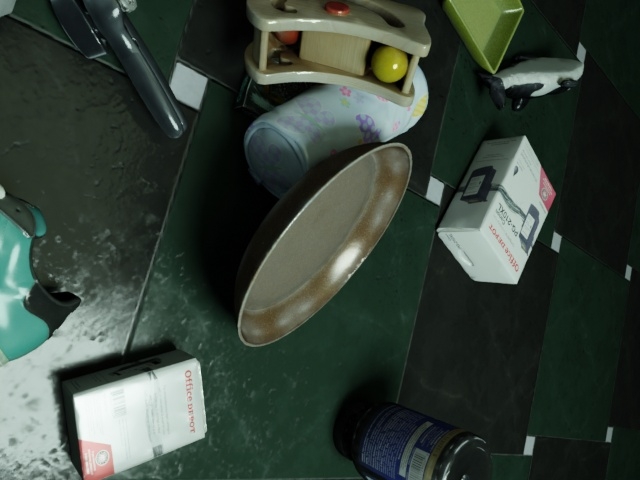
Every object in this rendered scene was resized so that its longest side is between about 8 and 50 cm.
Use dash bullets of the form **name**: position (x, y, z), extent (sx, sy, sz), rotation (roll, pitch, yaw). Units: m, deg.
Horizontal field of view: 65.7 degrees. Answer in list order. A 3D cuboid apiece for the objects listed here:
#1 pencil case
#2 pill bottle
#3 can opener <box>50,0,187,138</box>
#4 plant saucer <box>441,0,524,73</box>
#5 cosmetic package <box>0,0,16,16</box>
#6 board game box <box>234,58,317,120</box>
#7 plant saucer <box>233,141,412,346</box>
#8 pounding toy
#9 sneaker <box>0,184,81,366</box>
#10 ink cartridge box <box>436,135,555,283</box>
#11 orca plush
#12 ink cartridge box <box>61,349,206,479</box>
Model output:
- **pencil case**: position (0.030, -0.155, 0.657), extent (0.273, 0.113, 0.124), rotation (-41, 99, -32)
- **pill bottle**: position (0.124, 0.311, 0.727), extent (0.123, 0.219, 0.122), rotation (-3, 95, -39)
- **can opener**: position (-0.205, -0.198, 0.546), extent (0.186, 0.073, 0.059), rotation (57, 20, -30)
- **plant saucer**: position (0.305, -0.448, 0.951), extent (0.188, 0.045, 0.188), rotation (42, 66, -33)
- **cosmetic package**: position (-0.240, -0.357, 0.304), extent (0.217, 0.156, 0.385), rotation (29, 109, -28)
- **board game box**: position (-0.023, -0.199, 0.705), extent (0.186, 0.026, 0.126), rotation (25, 77, -38)
- **plant saucer**: position (0.000, 0.000, 0.625), extent (0.310, 0.050, 0.310), rotation (-42, 159, -20)
- **pounding toy**: position (0.000, -0.266, 0.565), extent (0.154, 0.270, 0.154), rotation (102, 13, -47)
- **sneaker**: position (-0.321, -0.030, 0.423), extent (0.121, 0.108, 0.302), rotation (-36, 122, -33)
- **ink cartridge box**: position (0.350, -0.057, 0.971), extent (0.172, 0.100, 0.237), rotation (46, 64, -31)
- **orca plush**: position (0.436, -0.306, 1.034), extent (0.287, 0.151, 0.102), rotation (-32, 143, -37)
- **ink cartridge box**: position (-0.205, 0.190, 0.555), extent (0.135, 0.056, 0.099), rotation (-9, 98, -38)
